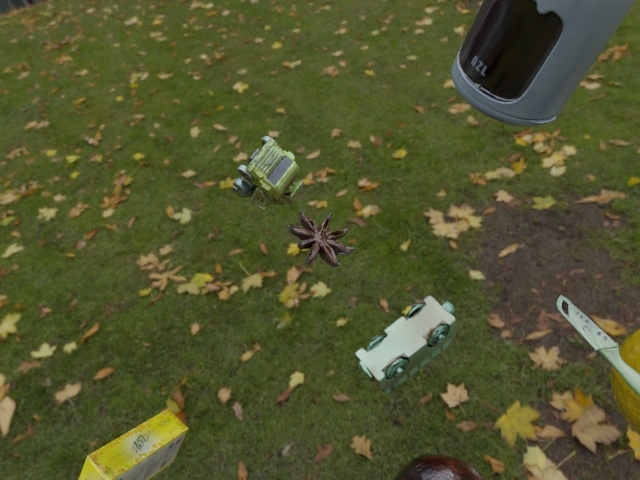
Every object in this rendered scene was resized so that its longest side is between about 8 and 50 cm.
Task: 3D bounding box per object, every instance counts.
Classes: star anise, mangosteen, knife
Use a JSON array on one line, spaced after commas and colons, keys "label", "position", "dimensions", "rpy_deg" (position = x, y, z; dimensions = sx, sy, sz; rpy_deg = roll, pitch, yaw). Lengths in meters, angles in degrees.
[{"label": "star anise", "position": [0.001, 0.000, 0.996], "dimensions": [0.141, 0.042, 0.141], "rpy_deg": [12, 52, -16]}, {"label": "mangosteen", "position": [0.274, 0.643, 1.134], "dimensions": [0.293, 0.297, 0.297], "rpy_deg": [37, 50, 9]}, {"label": "knife", "position": [0.579, 0.224, 1.012], "dimensions": [0.043, 0.020, 0.293], "rpy_deg": [-44, 61, 12]}]

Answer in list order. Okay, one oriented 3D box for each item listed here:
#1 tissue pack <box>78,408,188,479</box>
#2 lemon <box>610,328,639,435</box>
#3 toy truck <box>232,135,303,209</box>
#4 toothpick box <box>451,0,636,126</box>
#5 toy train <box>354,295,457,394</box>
[{"label": "tissue pack", "position": [-0.324, 0.378, 0.882], "dimensions": [0.062, 0.095, 0.176], "rpy_deg": [36, 25, 20]}, {"label": "lemon", "position": [0.849, 0.331, 1.162], "dimensions": [0.364, 0.364, 0.364], "rpy_deg": [-14, 29, 8]}, {"label": "toy truck", "position": [-0.095, -0.111, 0.975], "dimensions": [0.085, 0.116, 0.191], "rpy_deg": [-54, 6, -16]}, {"label": "toothpick box", "position": [0.418, -0.412, 0.912], "dimensions": [0.263, 0.355, 0.263], "rpy_deg": [6, 53, -8]}, {"label": "toy train", "position": [0.255, 0.296, 1.453], "dimensions": [0.326, 0.159, 0.129], "rpy_deg": [-36, 52, -12]}]
